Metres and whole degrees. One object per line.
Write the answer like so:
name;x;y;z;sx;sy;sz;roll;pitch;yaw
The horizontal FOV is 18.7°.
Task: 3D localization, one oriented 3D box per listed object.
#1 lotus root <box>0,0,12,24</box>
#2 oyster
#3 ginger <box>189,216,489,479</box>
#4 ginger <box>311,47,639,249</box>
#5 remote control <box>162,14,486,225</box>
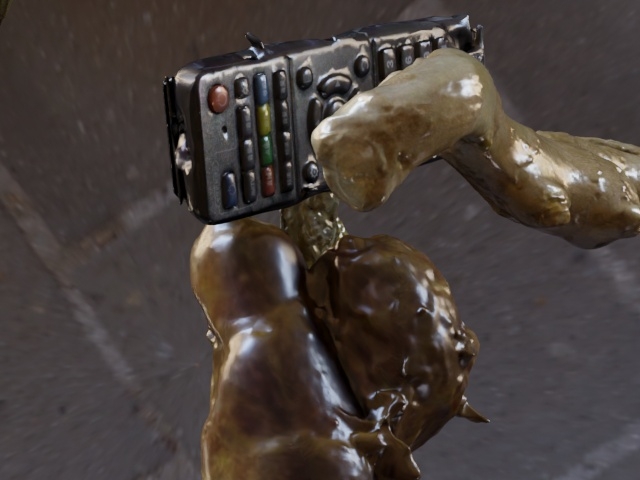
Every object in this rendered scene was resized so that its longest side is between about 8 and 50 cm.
lotus root;-0.253;-0.164;1.032;0.241;0.124;0.123;22;95;36
oyster;0.000;0.000;1.725;0.045;0.121;0.146;11;80;27
ginger;0.014;0.184;1.575;0.254;0.176;0.418;3;80;-8
ginger;0.100;-0.033;0.906;0.089;0.288;0.075;47;110;30
remote control;0.011;-0.114;1.638;0.062;0.399;0.144;4;103;39
